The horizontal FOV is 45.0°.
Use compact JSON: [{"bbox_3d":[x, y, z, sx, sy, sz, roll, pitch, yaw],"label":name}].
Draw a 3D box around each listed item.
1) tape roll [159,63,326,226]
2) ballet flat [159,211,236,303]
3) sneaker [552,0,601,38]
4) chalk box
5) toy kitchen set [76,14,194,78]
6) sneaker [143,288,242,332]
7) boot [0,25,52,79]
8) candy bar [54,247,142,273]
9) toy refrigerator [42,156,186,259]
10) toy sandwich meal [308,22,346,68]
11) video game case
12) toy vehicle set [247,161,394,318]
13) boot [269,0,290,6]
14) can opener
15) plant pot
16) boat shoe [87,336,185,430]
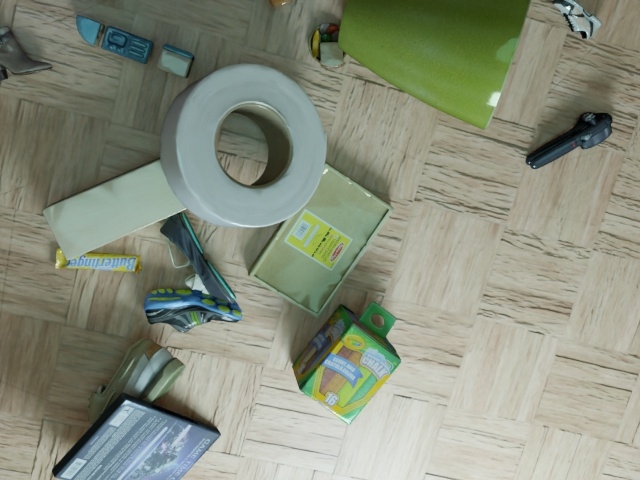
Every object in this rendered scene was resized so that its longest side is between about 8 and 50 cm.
[{"bbox_3d":[-0.134,-0.163,1.367,0.286,0.100,0.286,0,90,-28],"label":"tape roll"},{"bbox_3d":[-0.238,0.045,1.464,0.074,0.074,0.203,-31,99,0],"label":"ballet flat"},{"bbox_3d":[0.486,-0.426,1.477,0.109,0.040,0.044,30,99,-13],"label":"sneaker"},{"bbox_3d":[0.063,0.222,1.512,0.132,0.132,0.213,37,95,-14],"label":"chalk box"},{"bbox_3d":[-0.304,-0.392,1.330,0.207,0.122,0.166,18,99,-12],"label":"toy kitchen set"},{"bbox_3d":[-0.245,0.137,1.493,0.188,0.067,0.078,3,123,-11],"label":"sneaker"},{"bbox_3d":[-0.539,-0.331,1.353,0.118,0.042,0.087,-13,102,-6],"label":"boot"},{"bbox_3d":[-0.418,0.040,1.463,0.161,0.018,0.040,5,102,-8],"label":"candy bar"},{"bbox_3d":[-0.353,-0.070,1.410,0.269,0.094,0.102,-25,103,-5],"label":"toy refrigerator"},{"bbox_3d":[0.016,-0.360,1.430,0.085,0.029,0.086,-2,103,-8],"label":"toy sandwich meal"},{"bbox_3d":[-0.341,0.402,1.475,0.196,0.026,0.274,-47,139,4],"label":"video game case"},{"bbox_3d":[0.000,0.000,1.504,0.166,0.035,0.267,33,96,-14],"label":"toy vehicle set"},{"bbox_3d":[-0.010,-0.556,1.349,0.283,0.109,0.220,-31,116,-19],"label":"boot"},{"bbox_3d":[0.491,-0.194,1.519,0.186,0.059,0.073,-29,105,-1],"label":"can opener"},{"bbox_3d":[0.190,-0.367,1.356,0.293,0.275,0.275,17,100,6],"label":"plant pot"},{"bbox_3d":[-0.390,0.318,1.491,0.103,0.113,0.302,41,96,6],"label":"boat shoe"}]
